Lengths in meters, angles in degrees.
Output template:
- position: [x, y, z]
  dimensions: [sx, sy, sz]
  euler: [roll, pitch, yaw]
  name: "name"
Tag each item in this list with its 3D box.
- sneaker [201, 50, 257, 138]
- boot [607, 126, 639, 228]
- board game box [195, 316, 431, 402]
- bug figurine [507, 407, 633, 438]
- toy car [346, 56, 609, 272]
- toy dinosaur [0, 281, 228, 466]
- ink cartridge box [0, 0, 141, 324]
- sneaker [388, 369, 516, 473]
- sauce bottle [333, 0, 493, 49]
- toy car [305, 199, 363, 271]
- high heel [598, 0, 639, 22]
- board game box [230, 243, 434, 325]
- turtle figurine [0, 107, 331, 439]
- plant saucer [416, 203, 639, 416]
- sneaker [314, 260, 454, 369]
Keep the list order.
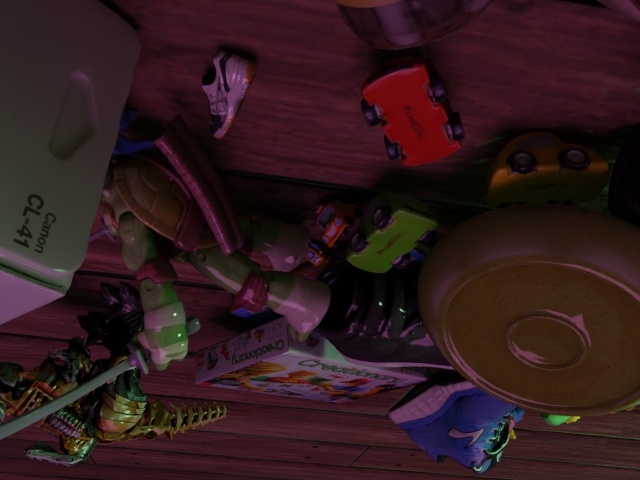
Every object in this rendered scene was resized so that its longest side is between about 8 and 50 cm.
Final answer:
- position: [-0.079, -0.118, 0.485]
  dimensions: [0.036, 0.032, 0.083]
  euler: [25, 139, -9]
  name: "sneaker"
- position: [0.441, 0.118, 0.568]
  dimensions: [0.146, 0.367, 0.445]
  euler: [-41, 140, -9]
  name: "boot"
- position: [-0.003, 0.185, 0.895]
  dimensions: [0.192, 0.053, 0.305]
  euler: [-26, 147, 38]
  name: "board game box"
- position: [0.363, 0.276, 0.998]
  dimensions: [0.216, 0.072, 0.279]
  euler: [1, 158, -44]
  name: "bug figurine"
- position: [0.095, -0.048, 0.541]
  dimensions: [0.238, 0.053, 0.225]
  euler: [19, 138, -24]
  name: "toy car"
- position: [-0.289, 0.197, 0.822]
  dimensions: [0.164, 0.219, 0.322]
  euler: [-20, 141, 30]
  name: "toy dinosaur"
- position: [-0.288, -0.043, 0.432]
  dimensions: [0.306, 0.226, 0.131]
  euler: [-23, 141, 33]
  name: "ink cartridge box"
- position: [0.240, 0.246, 0.890]
  dimensions: [0.129, 0.147, 0.330]
  euler: [-32, 169, -36]
  name: "sneaker"
- position: [-0.015, -0.229, 0.220]
  dimensions: [0.111, 0.112, 0.344]
  euler: [-13, 145, 23]
  name: "sauce bottle"
- position: [0.000, 0.000, 0.641]
  dimensions: [0.040, 0.060, 0.122]
  euler: [38, 137, 3]
  name: "toy car"
- position: [0.223, -0.168, 0.302]
  dimensions: [0.181, 0.127, 0.377]
  euler: [-34, 126, 23]
  name: "high heel"
- position: [0.031, 0.066, 0.767]
  dimensions: [0.281, 0.027, 0.145]
  euler: [-25, 141, 36]
  name: "board game box"
- position: [-0.145, 0.032, 0.577]
  dimensions: [0.266, 0.275, 0.197]
  euler: [20, 179, -32]
  name: "turtle figurine"
- position: [0.197, 0.078, 0.528]
  dimensions: [0.240, 0.037, 0.241]
  euler: [14, 131, 17]
  name: "plant saucer"
- position: [0.115, 0.075, 0.648]
  dimensions: [0.295, 0.105, 0.147]
  euler: [-12, 151, 29]
  name: "sneaker"
